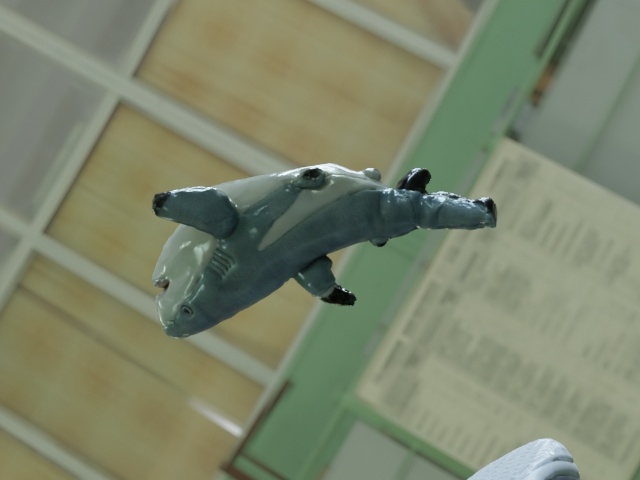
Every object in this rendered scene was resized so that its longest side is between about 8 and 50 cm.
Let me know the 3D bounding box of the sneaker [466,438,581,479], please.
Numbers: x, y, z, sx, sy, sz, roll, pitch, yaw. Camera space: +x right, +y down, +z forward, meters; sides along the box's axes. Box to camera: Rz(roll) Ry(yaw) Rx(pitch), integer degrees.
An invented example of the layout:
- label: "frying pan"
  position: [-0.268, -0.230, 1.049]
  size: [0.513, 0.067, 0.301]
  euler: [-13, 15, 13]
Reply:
- label: "sneaker"
  position: [0.107, 0.218, 0.924]
  size: [0.101, 0.153, 0.268]
  euler: [-34, 11, 31]

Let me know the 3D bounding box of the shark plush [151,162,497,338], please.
- label: "shark plush"
  position: [0.000, 0.000, 0.867]
  size: [0.073, 0.161, 0.067]
  euler: [-19, -81, -84]
